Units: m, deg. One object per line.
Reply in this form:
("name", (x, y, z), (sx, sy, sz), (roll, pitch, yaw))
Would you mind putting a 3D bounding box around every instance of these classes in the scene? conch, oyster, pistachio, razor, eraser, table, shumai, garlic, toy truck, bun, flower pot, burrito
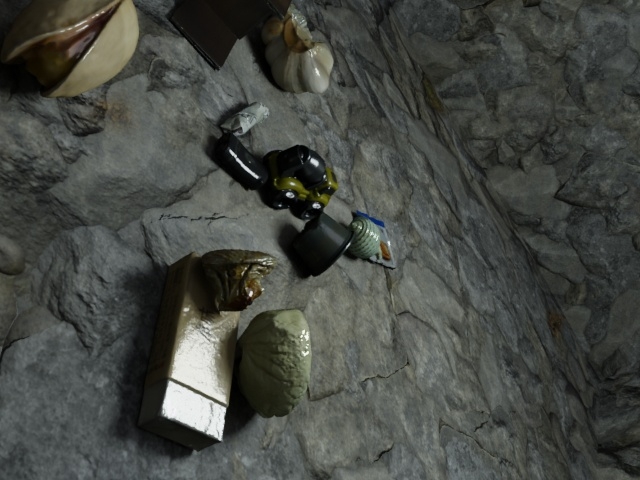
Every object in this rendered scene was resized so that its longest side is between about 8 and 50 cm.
("conch", (0.118, -0.007, 1.858), (0.153, 0.102, 0.135), (79, -3, -47))
("oyster", (-0.094, -0.701, 2.124), (0.223, 0.083, 0.214), (31, 45, -51))
("pistachio", (-0.449, -0.379, 1.197), (0.187, 0.187, 0.299), (48, 37, -24))
("razor", (-0.192, -0.192, 1.573), (0.148, 0.054, 0.090), (43, 35, -31))
("eraser", (-0.229, 0.193, 1.174), (0.144, 0.078, 0.343), (37, 38, -35))
("table", (-0.215, -0.638, 1.713), (0.196, 0.251, 0.282), (46, 32, -26))
("shumai", (-0.159, 0.076, 1.207), (0.145, 0.146, 0.116), (10, 79, -54))
("garlic", (-0.075, -0.550, 1.947), (0.281, 0.185, 0.203), (47, 12, 16))
("toy truck", (-0.037, -0.162, 1.677), (0.224, 0.165, 0.147), (23, 46, -48))
("bun", (-0.103, 0.234, 1.245), (0.134, 0.220, 0.220), (10, 52, -19))
("flower pot", (0.000, 0.000, 1.632), (0.107, 0.157, 0.157), (45, 32, -9))
("burrito", (-0.191, -0.317, 1.676), (0.064, 0.064, 0.203), (56, 31, -11))

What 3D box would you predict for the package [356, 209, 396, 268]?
("package", (0.174, -0.001, 2.013), (0.171, 0.027, 0.173), (17, 55, -52))
